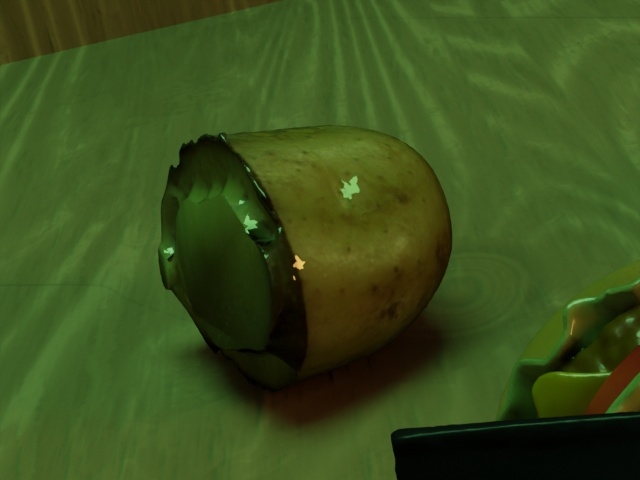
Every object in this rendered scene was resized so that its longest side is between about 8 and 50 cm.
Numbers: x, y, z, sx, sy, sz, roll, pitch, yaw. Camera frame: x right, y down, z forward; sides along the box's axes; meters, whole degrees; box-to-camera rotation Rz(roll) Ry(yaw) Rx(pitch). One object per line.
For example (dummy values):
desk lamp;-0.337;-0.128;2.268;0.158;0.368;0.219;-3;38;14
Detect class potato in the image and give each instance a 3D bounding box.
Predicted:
potato;0.000;0.000;1.513;0.242;0.243;0.285;-20;0;-21

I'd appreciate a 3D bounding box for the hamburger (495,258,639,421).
hamburger;0.216;0.142;0.835;0.274;0.274;0.212;-13;21;-1

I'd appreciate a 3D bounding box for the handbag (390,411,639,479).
handbag;0.163;0.210;0.596;0.329;0.303;0.122;-4;17;26
